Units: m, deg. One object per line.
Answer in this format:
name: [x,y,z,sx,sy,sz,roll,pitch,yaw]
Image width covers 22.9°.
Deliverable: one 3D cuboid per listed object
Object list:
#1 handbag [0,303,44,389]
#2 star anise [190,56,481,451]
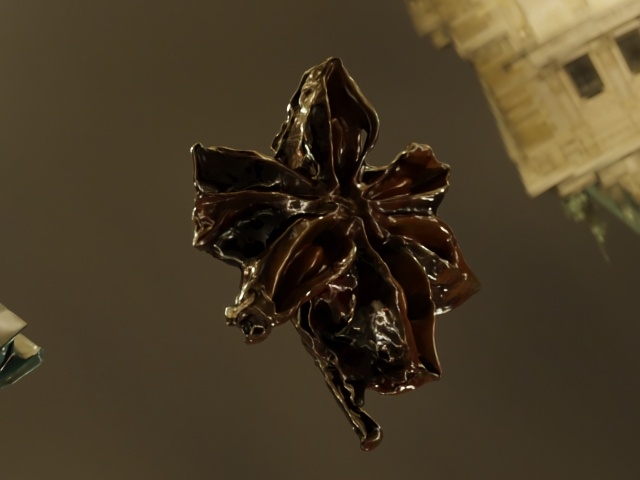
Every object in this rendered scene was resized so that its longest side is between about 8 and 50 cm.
handbag: [-0.314,0.126,1.167,0.221,0.057,0.144,-37,-154,-17]
star anise: [0.000,0.000,0.978,0.126,0.190,0.220,-26,-162,42]
